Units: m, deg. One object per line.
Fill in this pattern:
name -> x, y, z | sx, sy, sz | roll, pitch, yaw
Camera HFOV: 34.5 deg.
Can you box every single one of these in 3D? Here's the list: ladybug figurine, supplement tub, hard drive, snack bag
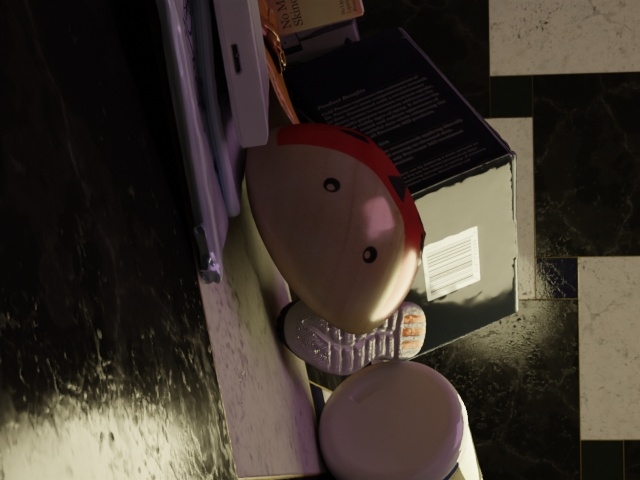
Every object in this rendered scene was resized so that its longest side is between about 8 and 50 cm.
ladybug figurine -> 0.036, -0.036, 1.398 | 0.305, 0.162, 0.449 | 59, 11, -6
supplement tub -> 0.141, 0.373, 1.690 | 0.324, 0.236, 0.235 | 70, 8, -48
hard drive -> -0.095, -0.255, 1.259 | 0.307, 0.040, 0.202 | -99, -179, -68
snack bag -> -0.125, -0.163, 1.155 | 0.342, 0.037, 0.322 | -90, 174, -67

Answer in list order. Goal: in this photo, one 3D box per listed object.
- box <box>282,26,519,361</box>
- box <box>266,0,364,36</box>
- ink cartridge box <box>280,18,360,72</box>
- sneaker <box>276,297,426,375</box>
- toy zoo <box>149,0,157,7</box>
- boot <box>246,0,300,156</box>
box -> 0.169, -0.097, 2.145 | 0.479, 0.298, 0.471 | 77, -12, -46
box -> -0.053, -0.454, 1.818 | 0.126, 0.233, 0.148 | -94, 169, -60
ink cartridge box -> -0.041, -0.462, 2.105 | 0.289, 0.211, 0.121 | 57, 21, -71
sneaker -> 0.007, 0.136, 1.604 | 0.321, 0.180, 0.124 | 12, 86, -50
toy zoo -> -0.201, -0.360, 1.124 | 0.293, 0.030, 0.192 | 12, 65, -84
boot -> -0.089, -0.240, 1.599 | 0.283, 0.109, 0.220 | 48, 32, -51
